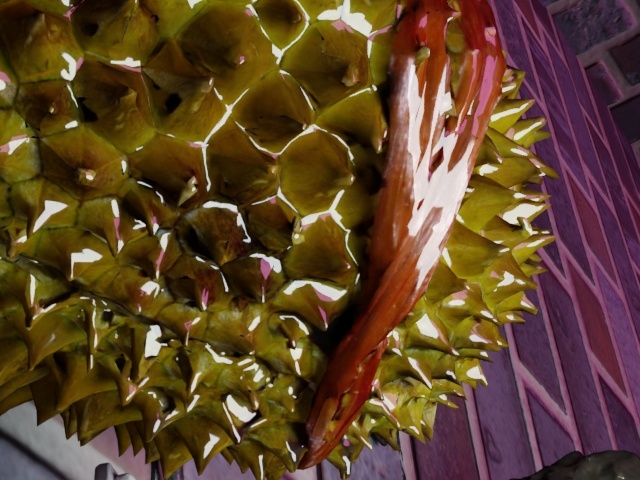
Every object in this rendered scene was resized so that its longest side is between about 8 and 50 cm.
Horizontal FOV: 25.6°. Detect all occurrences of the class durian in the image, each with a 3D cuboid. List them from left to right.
[{"bbox_3d":[-0.064,-0.050,0.652,0.384,0.347,0.347,41,27,-21],"label":"durian"}]

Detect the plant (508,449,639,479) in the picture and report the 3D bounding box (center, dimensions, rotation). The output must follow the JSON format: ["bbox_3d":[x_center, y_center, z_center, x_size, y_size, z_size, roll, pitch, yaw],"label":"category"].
[{"bbox_3d":[0.178,0.270,1.083,0.312,0.215,0.213,45,30,-37],"label":"plant"}]

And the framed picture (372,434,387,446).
[{"bbox_3d":[0.000,0.000,1.267,0.244,0.013,0.324,55,21,-25],"label":"framed picture"}]

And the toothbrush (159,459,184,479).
[{"bbox_3d":[-0.102,0.089,0.868,0.031,0.023,0.321,45,27,-50],"label":"toothbrush"}]

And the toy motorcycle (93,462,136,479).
[{"bbox_3d":[-0.030,0.192,0.660,0.239,0.204,0.108,58,3,-30],"label":"toy motorcycle"}]
